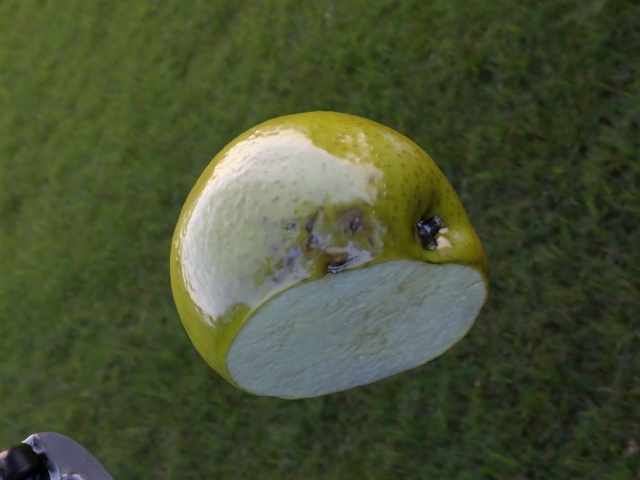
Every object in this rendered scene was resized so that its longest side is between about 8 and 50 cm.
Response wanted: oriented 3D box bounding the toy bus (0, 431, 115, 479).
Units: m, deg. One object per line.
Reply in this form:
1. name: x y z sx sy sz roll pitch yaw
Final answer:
1. toy bus: -0.172 0.187 0.603 0.136 0.209 0.126 -39 84 38

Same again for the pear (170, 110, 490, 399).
1. pear: 0.000 0.000 0.616 0.141 0.141 0.104 -36 57 35
